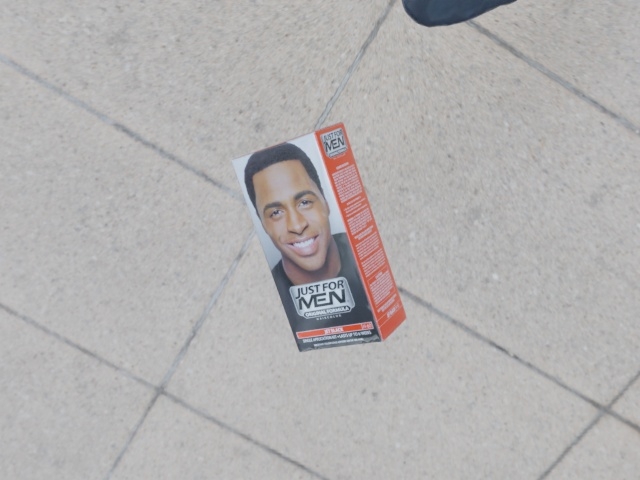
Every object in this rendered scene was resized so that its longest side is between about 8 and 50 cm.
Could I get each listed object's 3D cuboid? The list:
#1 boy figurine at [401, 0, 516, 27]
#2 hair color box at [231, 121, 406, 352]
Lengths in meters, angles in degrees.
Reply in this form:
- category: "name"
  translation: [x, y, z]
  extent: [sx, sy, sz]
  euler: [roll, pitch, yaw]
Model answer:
- category: "boy figurine"
  translation: [0.084, -0.261, 0.475]
  extent: [0.092, 0.285, 0.177]
  euler: [-11, 136, 19]
- category: "hair color box"
  translation: [0.000, 0.000, 0.466]
  extent: [0.072, 0.043, 0.141]
  euler: [-14, 99, 33]
